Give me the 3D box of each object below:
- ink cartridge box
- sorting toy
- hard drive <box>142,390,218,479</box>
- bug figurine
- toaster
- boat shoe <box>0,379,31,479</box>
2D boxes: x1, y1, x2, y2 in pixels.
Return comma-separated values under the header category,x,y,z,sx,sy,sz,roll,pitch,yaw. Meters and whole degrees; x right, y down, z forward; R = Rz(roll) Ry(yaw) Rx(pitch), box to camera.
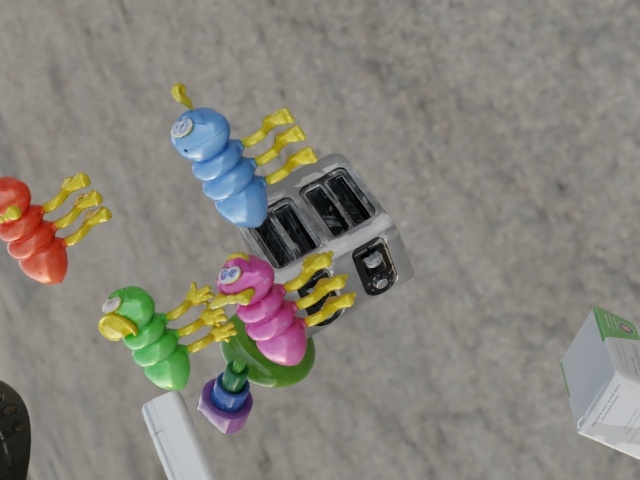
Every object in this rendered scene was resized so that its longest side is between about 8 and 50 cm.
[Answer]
category,x,y,z,sx,sy,sz,roll,pitch,yaw
ink cartridge box,0.392,0.183,1.792,0.160,0.219,0.092,-90,25,-65
sorting toy,-0.043,0.088,2.043,0.127,0.365,0.126,30,134,7
hard drive,-0.080,0.343,1.571,0.233,0.047,0.353,85,161,-66
bug figurine,-0.108,0.009,1.079,0.279,0.072,0.216,-16,120,38
toaster,0.000,0.000,1.950,0.185,0.168,0.110,56,171,38
boat shoe,-0.341,0.270,1.497,0.120,0.122,0.324,18,106,43
